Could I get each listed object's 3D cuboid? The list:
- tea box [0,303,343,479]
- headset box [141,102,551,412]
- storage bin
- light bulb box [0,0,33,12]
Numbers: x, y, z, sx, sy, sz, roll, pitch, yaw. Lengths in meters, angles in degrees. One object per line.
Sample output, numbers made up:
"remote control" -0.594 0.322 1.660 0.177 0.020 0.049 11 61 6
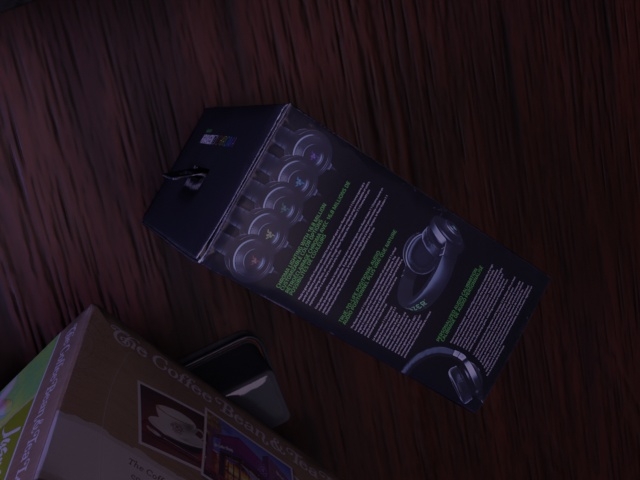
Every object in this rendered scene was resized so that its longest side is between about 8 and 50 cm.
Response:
"tea box" -0.165 0.291 0.634 0.329 0.220 0.323 40 108 -22
"headset box" 0.000 0.000 0.691 0.283 0.246 0.131 31 86 -23
"storage bin" -0.094 0.162 0.765 0.135 0.091 0.098 -24 107 -15
"light bulb box" -0.185 -0.286 0.513 0.361 0.358 0.225 -26 109 -17
